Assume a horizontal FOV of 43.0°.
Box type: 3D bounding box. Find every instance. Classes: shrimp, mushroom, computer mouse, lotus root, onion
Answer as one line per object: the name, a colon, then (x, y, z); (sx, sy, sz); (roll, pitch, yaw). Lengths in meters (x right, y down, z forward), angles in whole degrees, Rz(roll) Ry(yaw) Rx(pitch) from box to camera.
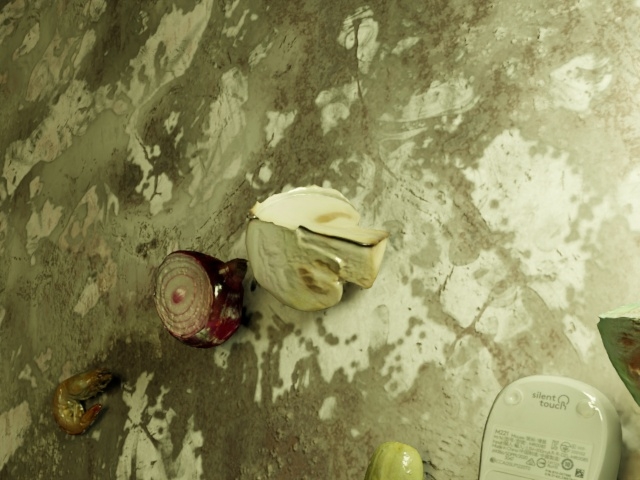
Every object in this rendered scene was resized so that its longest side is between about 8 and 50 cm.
shrimp: (-0.522, 0.352, 1.787); (0.236, 0.053, 0.133); (-28, 54, 33)
mushroom: (-0.004, 0.015, 1.451); (0.236, 0.173, 0.162); (15, 36, 8)
computer mouse: (0.293, 0.328, 1.059); (0.184, 0.121, 0.296); (-2, 58, 33)
lotus root: (0.102, 0.395, 1.217); (0.090, 0.077, 0.183); (4, 74, 42)
onion: (-0.205, 0.097, 1.565); (0.218, 0.140, 0.195); (-37, 56, 23)

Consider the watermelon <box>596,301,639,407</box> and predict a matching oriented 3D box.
watermelon: (0.485, 0.140, 0.929); (0.305, 0.180, 0.224); (5, 62, 44)
